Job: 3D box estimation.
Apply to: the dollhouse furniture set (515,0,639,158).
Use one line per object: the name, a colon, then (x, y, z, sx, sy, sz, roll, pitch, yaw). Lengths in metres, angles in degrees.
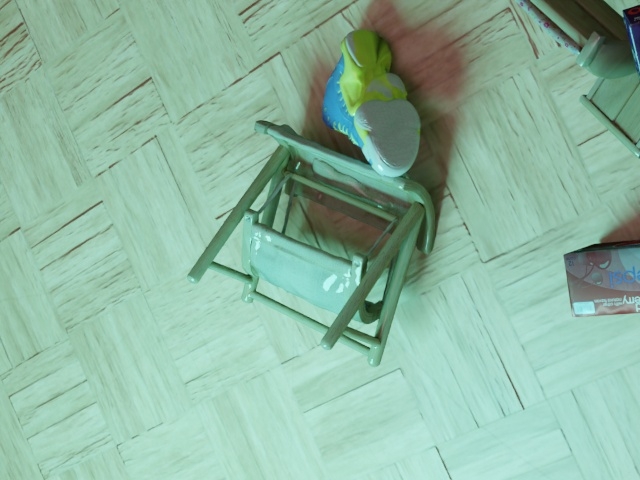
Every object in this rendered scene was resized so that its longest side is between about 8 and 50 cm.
dollhouse furniture set: (0.299, -0.181, 1.748, 0.303, 0.355, 0.174, 50, 125, 31)

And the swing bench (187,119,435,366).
swing bench: (0.000, 0.000, 2.139, 0.253, 0.165, 0.255, 25, 90, 31)

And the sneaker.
sneaker: (0.064, -0.160, 2.087, 0.126, 0.091, 0.240, 124, 146, -47)

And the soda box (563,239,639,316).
soda box: (0.432, 0.039, 1.878, 0.263, 0.092, 0.084, -5, 95, 37)

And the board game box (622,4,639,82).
board game box: (0.460, -0.118, 1.659, 0.208, 0.056, 0.347, -15, 120, 10)
